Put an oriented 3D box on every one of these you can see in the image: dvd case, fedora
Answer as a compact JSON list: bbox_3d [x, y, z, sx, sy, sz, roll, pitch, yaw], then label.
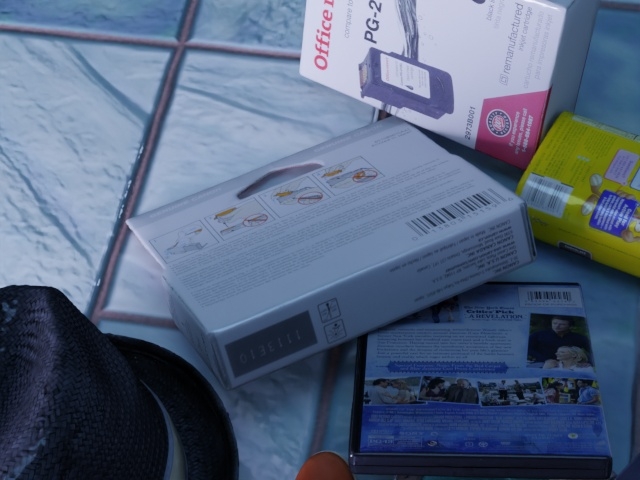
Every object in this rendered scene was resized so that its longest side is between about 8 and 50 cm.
[{"bbox_3d":[0.116,0.098,1.183,0.180,0.022,0.253,0,27,4],"label":"dvd case"},{"bbox_3d":[-0.216,0.147,1.108,0.334,0.152,0.334,-6,41,5],"label":"fedora"}]

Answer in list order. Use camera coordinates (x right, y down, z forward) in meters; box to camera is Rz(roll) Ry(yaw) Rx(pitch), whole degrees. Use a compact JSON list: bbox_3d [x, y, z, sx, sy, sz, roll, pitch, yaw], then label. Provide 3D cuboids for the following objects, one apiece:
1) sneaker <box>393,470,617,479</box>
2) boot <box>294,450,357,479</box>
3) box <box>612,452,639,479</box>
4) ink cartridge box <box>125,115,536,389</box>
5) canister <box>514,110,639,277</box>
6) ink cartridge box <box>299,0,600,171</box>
[{"bbox_3d":[0.073,0.226,1.104,0.121,0.108,0.302,36,51,29],"label":"sneaker"},{"bbox_3d":[-0.002,0.209,1.132,0.059,0.084,0.158,3,52,7],"label":"boot"},{"bbox_3d":[0.289,0.223,1.099,0.184,0.103,0.261,36,62,29],"label":"box"},{"bbox_3d":[0.000,0.000,1.301,0.275,0.060,0.239,-22,27,-14],"label":"ink cartridge box"},{"bbox_3d":[0.258,-0.032,1.309,0.170,0.073,0.126,22,57,19],"label":"canister"},{"bbox_3d":[0.108,-0.190,1.363,0.237,0.172,0.100,24,44,19],"label":"ink cartridge box"}]
